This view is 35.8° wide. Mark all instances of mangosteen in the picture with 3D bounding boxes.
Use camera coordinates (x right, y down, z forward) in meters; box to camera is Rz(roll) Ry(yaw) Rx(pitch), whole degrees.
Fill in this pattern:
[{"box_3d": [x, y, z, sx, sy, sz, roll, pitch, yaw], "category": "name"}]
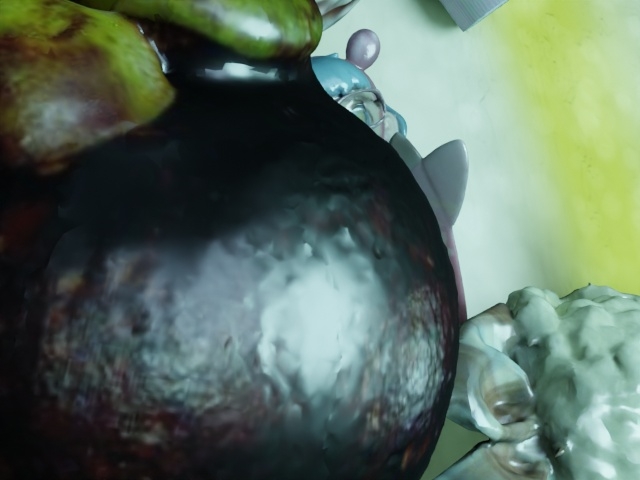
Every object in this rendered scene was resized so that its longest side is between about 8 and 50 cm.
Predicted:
[{"box_3d": [-0.078, 0.016, 0.468, 0.297, 0.297, 0.314, 21, 62, -24], "category": "mangosteen"}]

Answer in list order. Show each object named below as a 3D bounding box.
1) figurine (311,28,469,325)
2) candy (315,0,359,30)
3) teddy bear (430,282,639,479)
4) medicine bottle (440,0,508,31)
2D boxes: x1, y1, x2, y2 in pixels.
[{"box_3d": [0.006, -0.001, 0.679, 0.205, 0.103, 0.260, -21, 85, 1], "category": "figurine"}, {"box_3d": [-0.082, -0.181, 0.603, 0.289, 0.214, 0.157, -23, 84, -31], "category": "candy"}, {"box_3d": [0.298, 0.103, 0.638, 0.362, 0.375, 0.328, 20, 57, -59], "category": "teddy bear"}, {"box_3d": [0.100, -0.297, 0.805, 0.139, 0.139, 0.225, -39, 94, -35], "category": "medicine bottle"}]
